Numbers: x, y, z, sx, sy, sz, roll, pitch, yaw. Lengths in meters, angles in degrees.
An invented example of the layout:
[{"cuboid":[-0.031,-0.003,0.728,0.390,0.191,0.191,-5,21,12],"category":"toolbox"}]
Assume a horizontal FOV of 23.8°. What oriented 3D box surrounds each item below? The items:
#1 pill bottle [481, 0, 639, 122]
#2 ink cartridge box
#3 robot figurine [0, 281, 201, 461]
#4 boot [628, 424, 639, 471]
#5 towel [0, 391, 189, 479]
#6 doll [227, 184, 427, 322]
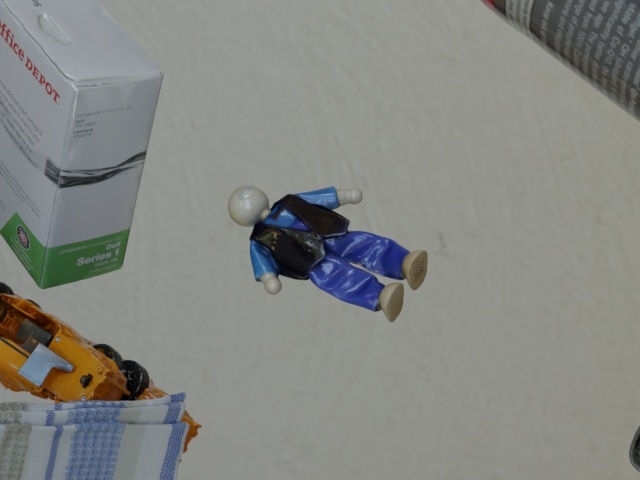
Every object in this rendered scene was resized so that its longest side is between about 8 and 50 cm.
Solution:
[{"cuboid":[0.245,-0.136,0.886,0.318,0.176,0.176,41,11,21],"category":"pill bottle"},{"cuboid":[-0.228,-0.095,1.328,0.093,0.219,0.160,-13,47,-35],"category":"ink cartridge box"},{"cuboid":[-0.252,0.107,1.365,0.085,0.291,0.211,-58,140,-9],"category":"robot figurine"},{"cuboid":[0.289,0.103,1.122,0.076,0.189,0.208,37,55,3],"category":"boot"},{"cuboid":[-0.216,0.213,1.115,0.285,0.034,0.209,5,100,-53],"category":"towel"},{"cuboid":[0.000,0.000,1.321,0.129,0.189,0.046,-53,152,-24],"category":"doll"}]
